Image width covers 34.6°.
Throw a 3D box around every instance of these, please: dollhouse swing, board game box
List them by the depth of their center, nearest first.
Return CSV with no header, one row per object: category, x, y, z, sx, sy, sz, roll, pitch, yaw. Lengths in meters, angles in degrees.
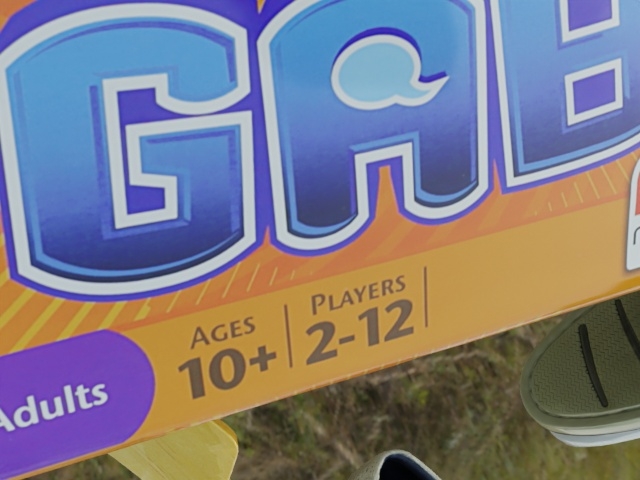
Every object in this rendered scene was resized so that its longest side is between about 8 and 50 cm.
board game box,-0.059,-0.165,0.494,0.356,0.356,0.356,-15,115,-21
dollhouse swing,-0.155,0.114,1.370,0.315,0.347,0.305,42,96,-14

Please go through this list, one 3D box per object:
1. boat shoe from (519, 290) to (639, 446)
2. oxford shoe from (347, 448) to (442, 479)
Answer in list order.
boat shoe,0.286,0.062,0.694,0.302,0.113,0.103,-30,136,17
oxford shoe,0.127,0.323,0.705,0.140,0.397,0.146,-28,154,-27
